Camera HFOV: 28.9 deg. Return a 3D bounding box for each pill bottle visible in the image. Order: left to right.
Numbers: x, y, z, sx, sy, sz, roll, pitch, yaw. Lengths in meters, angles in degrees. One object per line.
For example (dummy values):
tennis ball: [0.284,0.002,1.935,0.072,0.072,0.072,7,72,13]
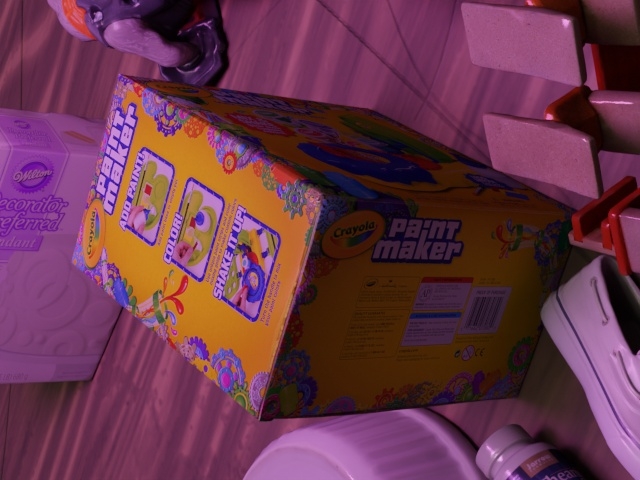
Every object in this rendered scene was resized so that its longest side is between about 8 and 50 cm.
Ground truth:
pill bottle: [0.179,0.204,0.988,0.120,0.067,0.067,48,122,38]

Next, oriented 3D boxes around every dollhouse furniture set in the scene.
dollhouse furniture set: [0.219,-0.105,0.839,0.135,0.262,0.259,20,135,49]

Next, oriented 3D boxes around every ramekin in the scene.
ramekin: [0.030,0.280,1.106,0.273,0.127,0.272,-3,86,48]

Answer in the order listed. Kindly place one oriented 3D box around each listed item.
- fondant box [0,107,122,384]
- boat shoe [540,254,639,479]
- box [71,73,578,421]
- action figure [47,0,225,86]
fondant box: [-0.333,0.015,1.438,0.096,0.238,0.330,47,122,39]
boat shoe: [0.241,0.104,0.910,0.075,0.083,0.226,-57,50,31]
box: [0.000,0.000,1.030,0.279,0.290,0.177,32,111,43]
action figure: [-0.178,-0.338,1.336,0.330,0.179,0.341,-34,66,32]
